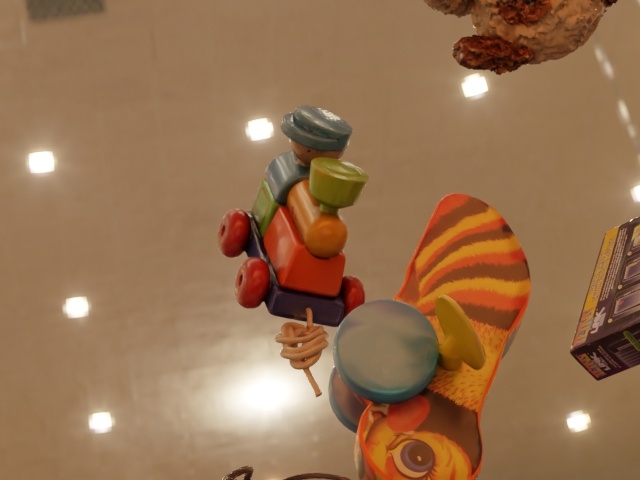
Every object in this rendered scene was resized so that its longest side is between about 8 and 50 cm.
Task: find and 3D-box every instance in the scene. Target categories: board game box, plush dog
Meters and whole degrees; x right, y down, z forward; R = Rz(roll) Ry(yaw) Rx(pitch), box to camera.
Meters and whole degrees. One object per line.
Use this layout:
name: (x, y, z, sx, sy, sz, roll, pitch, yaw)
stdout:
board game box: (0.316, 0.038, 1.539, 0.048, 0.170, 0.141, 43, -44, -18)
plush dog: (0.181, -0.272, 1.641, 0.262, 0.225, 0.210, -38, -15, -8)

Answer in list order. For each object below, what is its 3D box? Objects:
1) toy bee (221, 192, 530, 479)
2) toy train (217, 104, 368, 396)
toy bee: (0.072, 0.122, 1.117, 0.298, 0.162, 0.195, -57, -12, -1)
toy train: (0.000, 0.000, 1.311, 0.105, 0.248, 0.143, 11, -66, -19)
